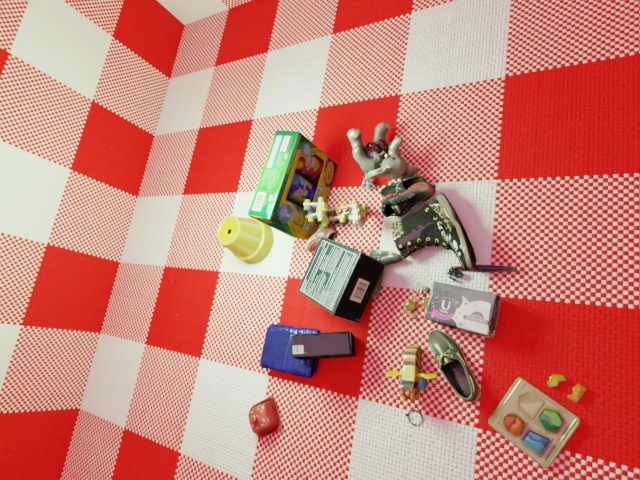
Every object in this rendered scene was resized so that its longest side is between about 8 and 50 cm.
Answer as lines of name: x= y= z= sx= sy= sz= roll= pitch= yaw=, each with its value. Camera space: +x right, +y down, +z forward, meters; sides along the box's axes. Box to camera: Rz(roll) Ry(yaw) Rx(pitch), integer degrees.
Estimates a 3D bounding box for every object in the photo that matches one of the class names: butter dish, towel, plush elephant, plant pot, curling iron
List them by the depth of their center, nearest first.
curling iron: x=0.650 y=0.127 z=1.691 sx=0.274 sy=0.035 sz=0.068 roll=-8 pitch=74 yaw=30
plush elephant: x=0.301 y=-0.385 z=1.944 sx=0.255 sy=0.271 sz=0.330 roll=14 pitch=111 yaw=47
butter dish: x=-0.286 y=0.846 z=1.981 sx=0.159 sy=0.118 sz=0.160 roll=-32 pitch=60 yaw=18
towel: x=-0.142 y=0.533 z=2.028 sx=0.308 sy=0.076 sz=0.228 roll=0 pitch=69 yaw=31
plant pot: x=-0.429 y=-0.021 z=2.281 sx=0.253 sy=0.239 sz=0.254 roll=-10 pitch=70 yaw=29

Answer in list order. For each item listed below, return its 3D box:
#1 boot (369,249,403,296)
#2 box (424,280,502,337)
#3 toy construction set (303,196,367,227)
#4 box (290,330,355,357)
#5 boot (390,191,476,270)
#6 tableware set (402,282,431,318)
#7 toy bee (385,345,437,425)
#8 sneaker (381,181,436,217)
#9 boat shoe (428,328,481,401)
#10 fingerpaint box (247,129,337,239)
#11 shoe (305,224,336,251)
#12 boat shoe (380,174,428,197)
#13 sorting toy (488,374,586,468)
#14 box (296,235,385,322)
boot: x=0.273 y=0.153 z=1.891 sx=0.189 sy=0.076 sz=0.209 roll=2 pitch=68 yaw=47
box: x=0.559 y=0.271 z=1.635 sx=0.247 sy=0.142 sz=0.163 roll=11 pitch=80 yaw=34
toy construction set: x=0.096 y=-0.136 z=2.008 sx=0.327 sy=0.215 sz=0.151 roll=8 pitch=79 yaw=33
box: x=0.016 y=0.465 z=1.835 sx=0.261 sy=0.184 sz=0.103 roll=-5 pitch=68 yaw=8
boot: x=0.474 y=0.004 z=1.777 sx=0.284 sy=0.138 sz=0.378 roll=-27 pitch=58 yaw=20
tableware set: x=0.430 y=0.266 z=1.791 sx=0.104 sy=0.024 sz=0.154 roll=31 pitch=91 yaw=32
toy bee: x=0.367 y=0.564 z=1.647 sx=0.195 sy=0.162 sz=0.298 roll=-27 pitch=62 yaw=20
sneaker: x=0.388 y=-0.174 z=1.872 sx=0.276 sy=0.098 sz=0.135 roll=-19 pitch=26 yaw=36
boat shoe: x=0.513 y=0.480 z=1.625 sx=0.109 sy=0.091 sz=0.305 roll=-37 pitch=59 yaw=16
fingerpaint box: x=-0.124 y=-0.264 z=2.091 sx=0.163 sy=0.371 sz=0.445 roll=12 pitch=80 yaw=36
shoe: x=0.000 y=0.000 z=2.114 sx=0.178 sy=0.063 sz=0.081 roll=-49 pitch=51 yaw=4
boat shoe: x=0.385 y=-0.254 z=1.955 sx=0.233 sy=0.079 sz=0.084 roll=-11 pitch=68 yaw=31
sorting toy: x=0.769 y=0.596 z=1.460 sx=0.229 sy=0.041 sz=0.307 roll=35 pitch=94 yaw=35
box: x=0.089 y=0.171 z=1.896 sx=0.294 sy=0.182 sz=0.296 roll=24 pitch=89 yaw=50
